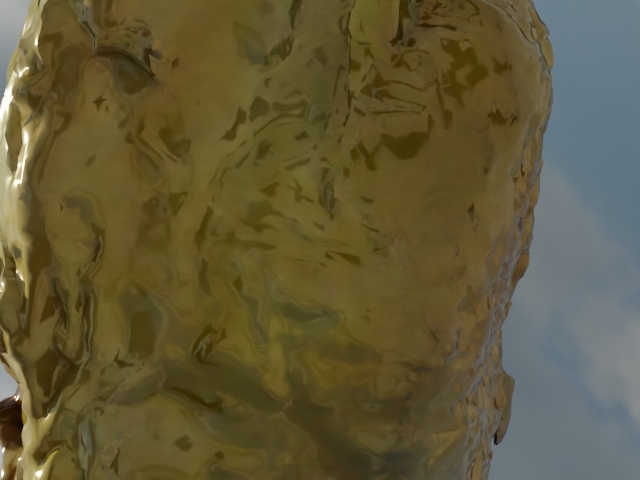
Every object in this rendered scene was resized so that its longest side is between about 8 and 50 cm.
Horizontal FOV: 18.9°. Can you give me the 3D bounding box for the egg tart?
[{"bbox_3d":[0.000,0.000,0.688,0.153,0.351,0.339,11,-169,10],"label":"egg tart"}]
